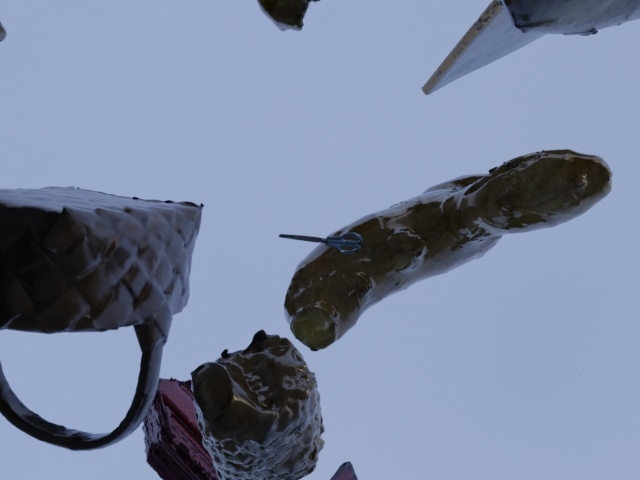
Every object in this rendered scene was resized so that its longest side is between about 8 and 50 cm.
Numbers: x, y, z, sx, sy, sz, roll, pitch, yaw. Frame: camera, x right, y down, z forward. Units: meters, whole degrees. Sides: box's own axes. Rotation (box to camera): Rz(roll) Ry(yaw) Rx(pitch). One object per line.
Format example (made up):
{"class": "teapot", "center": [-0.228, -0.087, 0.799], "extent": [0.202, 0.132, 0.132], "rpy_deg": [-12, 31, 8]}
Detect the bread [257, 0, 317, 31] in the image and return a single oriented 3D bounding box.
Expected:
{"class": "bread", "center": [-0.054, -0.444, 0.947], "extent": [0.252, 0.196, 0.238], "rpy_deg": [37, -110, -5]}

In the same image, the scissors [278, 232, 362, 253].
{"class": "scissors", "center": [0.000, 0.000, 0.712], "extent": [0.083, 0.036, 0.006], "rpy_deg": [6, -123, -9]}

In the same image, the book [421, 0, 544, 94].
{"class": "book", "center": [0.314, -0.340, 1.004], "extent": [0.269, 0.389, 0.032], "rpy_deg": [-29, -95, -18]}

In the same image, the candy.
{"class": "candy", "center": [-0.042, 0.127, 0.525], "extent": [0.095, 0.110, 0.085], "rpy_deg": [-16, -141, -16]}

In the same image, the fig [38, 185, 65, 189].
{"class": "fig", "center": [-0.428, 0.004, 1.151], "extent": [0.206, 0.275, 0.206], "rpy_deg": [0, -93, -8]}

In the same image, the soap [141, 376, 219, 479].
{"class": "soap", "center": [-0.205, 0.339, 1.238], "extent": [0.250, 0.162, 0.099], "rpy_deg": [40, -57, 23]}

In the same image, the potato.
{"class": "potato", "center": [0.235, -0.243, 0.592], "extent": [0.251, 0.149, 0.113], "rpy_deg": [-15, -121, -17]}

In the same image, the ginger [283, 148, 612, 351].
{"class": "ginger", "center": [0.119, -0.009, 0.849], "extent": [0.348, 0.363, 0.122], "rpy_deg": [-20, -82, 3]}

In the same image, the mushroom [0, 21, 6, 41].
{"class": "mushroom", "center": [-0.384, -0.284, 0.603], "extent": [0.087, 0.107, 0.333], "rpy_deg": [-38, -86, -13]}

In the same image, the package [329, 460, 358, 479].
{"class": "package", "center": [0.026, 0.444, 0.944], "extent": [0.071, 0.194, 0.269], "rpy_deg": [5, -54, 32]}

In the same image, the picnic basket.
{"class": "picnic basket", "center": [-0.311, 0.096, 0.867], "extent": [0.293, 0.337, 0.337], "rpy_deg": [8, -97, 22]}
